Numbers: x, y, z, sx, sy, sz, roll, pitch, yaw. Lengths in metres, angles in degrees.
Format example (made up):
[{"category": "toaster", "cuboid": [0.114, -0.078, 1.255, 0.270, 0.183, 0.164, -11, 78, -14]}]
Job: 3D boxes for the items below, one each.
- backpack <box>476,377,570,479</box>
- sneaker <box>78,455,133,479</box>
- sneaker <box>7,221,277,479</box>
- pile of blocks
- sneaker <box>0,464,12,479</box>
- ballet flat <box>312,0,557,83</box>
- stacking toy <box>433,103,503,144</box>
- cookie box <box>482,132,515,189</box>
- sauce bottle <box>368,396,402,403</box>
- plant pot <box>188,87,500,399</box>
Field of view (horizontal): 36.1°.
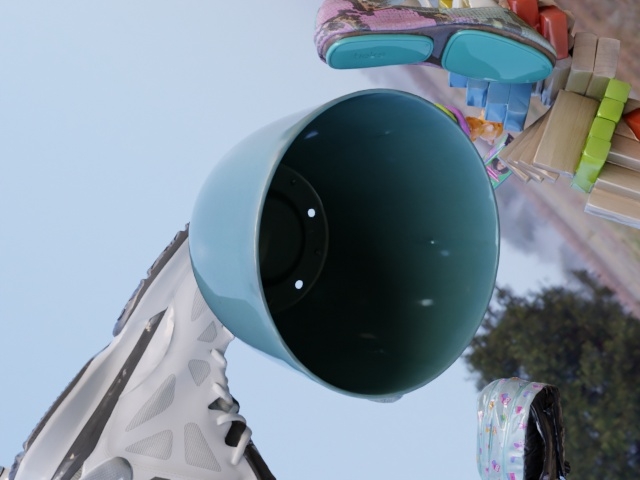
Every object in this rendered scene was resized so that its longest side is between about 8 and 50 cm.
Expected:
[{"category": "backpack", "cuboid": [0.294, 0.294, 1.442, 0.115, 0.182, 0.152, 4, -165, 31]}, {"category": "sneaker", "cuboid": [-0.228, 0.268, 0.987, 0.054, 0.152, 0.061, 29, -159, -4]}, {"category": "sneaker", "cuboid": [-0.134, 0.173, 1.169, 0.257, 0.447, 0.169, 32, 158, 3]}, {"category": "pile of blocks", "cuboid": [0.216, -0.155, 0.940, 0.362, 0.149, 0.112, 44, 170, 17]}, {"category": "sneaker", "cuboid": [-0.343, 0.418, 1.368, 0.330, 0.146, 0.122, 50, -149, -37]}, {"category": "ballet flat", "cuboid": [0.102, -0.188, 0.870, 0.221, 0.077, 0.079, 1, -116, -10]}, {"category": "stacking toy", "cuboid": [0.214, -0.195, 1.815, 0.166, 0.302, 0.175, -9, 94, 63]}, {"category": "cookie box", "cuboid": [0.240, -0.096, 1.400, 0.040, 0.107, 0.092, 44, -159, -1]}, {"category": "sauce bottle", "cuboid": [0.138, 0.114, 1.690, 0.111, 0.111, 0.344, 39, -130, -18]}, {"category": "plant pot", "cuboid": [0.000, 0.000, 1.020, 0.293, 0.293, 0.235, 36, 163, -29]}]
